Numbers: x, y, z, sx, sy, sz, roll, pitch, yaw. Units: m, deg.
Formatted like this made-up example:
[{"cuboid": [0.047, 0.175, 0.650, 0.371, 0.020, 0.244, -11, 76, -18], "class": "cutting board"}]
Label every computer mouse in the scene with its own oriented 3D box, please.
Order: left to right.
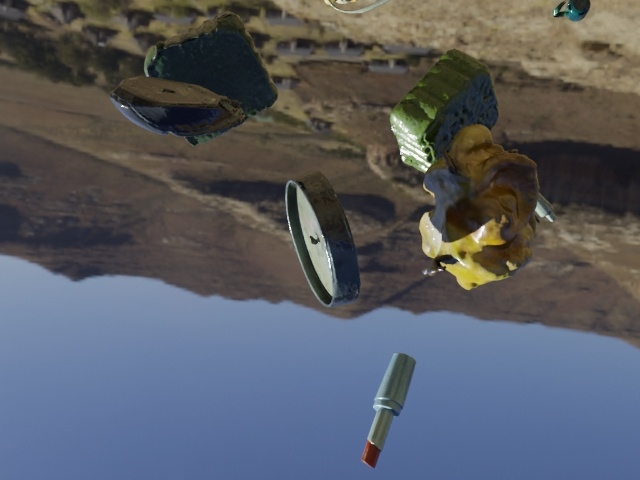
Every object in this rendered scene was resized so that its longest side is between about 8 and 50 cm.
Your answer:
[{"cuboid": [-0.200, -0.179, 1.085, 0.192, 0.062, 0.106, 3, -151, -32], "class": "computer mouse"}]

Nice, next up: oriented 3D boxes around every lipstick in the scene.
[{"cuboid": [0.150, 0.388, 1.779, 0.068, 0.274, 0.061, -7, 138, 43], "class": "lipstick"}]

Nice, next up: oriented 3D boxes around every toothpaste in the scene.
[{"cuboid": [0.536, -0.134, 2.027, 0.218, 0.041, 0.064, 48, -165, -2], "class": "toothpaste"}]

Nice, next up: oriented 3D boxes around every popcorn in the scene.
[{"cuboid": [0.334, -0.054, 1.592, 0.281, 0.316, 0.297, -1, -132, -27], "class": "popcorn"}]

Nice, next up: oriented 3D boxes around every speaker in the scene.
[{"cuboid": [0.680, -0.633, 2.117, 0.094, 0.060, 0.075, 10, -179, 9], "class": "speaker"}]

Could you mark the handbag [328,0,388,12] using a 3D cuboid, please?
[{"cuboid": [0.107, -0.647, 1.794, 0.256, 0.219, 0.079, -14, -178, 25], "class": "handbag"}]

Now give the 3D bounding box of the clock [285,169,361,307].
[{"cuboid": [0.000, 0.000, 1.542, 0.055, 0.280, 0.280, -17, -174, -14], "class": "clock"}]

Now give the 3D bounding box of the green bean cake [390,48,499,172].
[{"cuboid": [0.280, -0.275, 1.745, 0.125, 0.248, 0.222, 43, 174, 31], "class": "green bean cake"}]

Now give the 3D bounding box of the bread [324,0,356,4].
[{"cuboid": [0.067, -0.793, 2.072, 0.173, 0.311, 0.121, -23, -143, -38], "class": "bread"}]

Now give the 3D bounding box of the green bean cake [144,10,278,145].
[{"cuboid": [-0.224, -0.328, 1.569, 0.227, 0.222, 0.125, -28, -155, 0], "class": "green bean cake"}]
